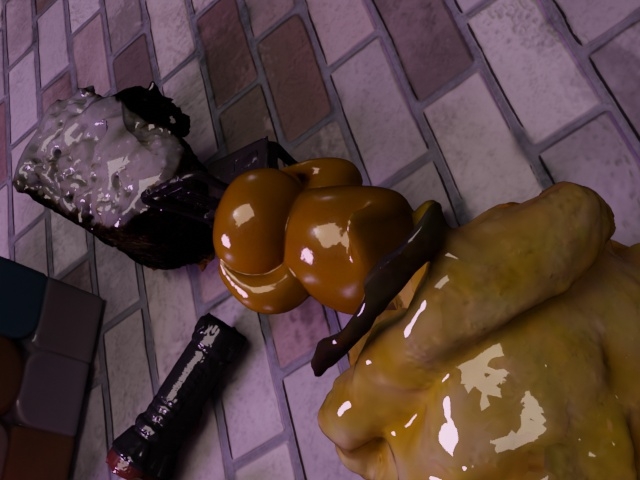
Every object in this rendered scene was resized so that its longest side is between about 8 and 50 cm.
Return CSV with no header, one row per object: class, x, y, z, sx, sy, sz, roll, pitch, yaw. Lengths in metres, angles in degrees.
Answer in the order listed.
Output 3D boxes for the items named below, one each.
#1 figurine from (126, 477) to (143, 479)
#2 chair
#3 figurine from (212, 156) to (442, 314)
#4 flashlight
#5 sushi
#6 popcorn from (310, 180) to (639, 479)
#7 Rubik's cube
figurine,-0.302,0.393,1.036,0.257,0.181,0.208,-24,33,29
chair,-0.115,-0.074,1.090,0.106,0.229,0.113,-22,59,30
figurine,0.005,-0.001,0.974,0.228,0.215,0.215,4,72,39
flashlight,-0.179,0.206,1.109,0.093,0.093,0.232,30,84,44
sushi,-0.270,-0.097,1.251,0.349,0.207,0.234,29,82,40
popcorn,0.148,0.115,0.694,0.349,0.381,0.349,-26,39,22
Rubik's cube,-0.579,0.206,1.255,0.347,0.347,0.344,-12,61,37
